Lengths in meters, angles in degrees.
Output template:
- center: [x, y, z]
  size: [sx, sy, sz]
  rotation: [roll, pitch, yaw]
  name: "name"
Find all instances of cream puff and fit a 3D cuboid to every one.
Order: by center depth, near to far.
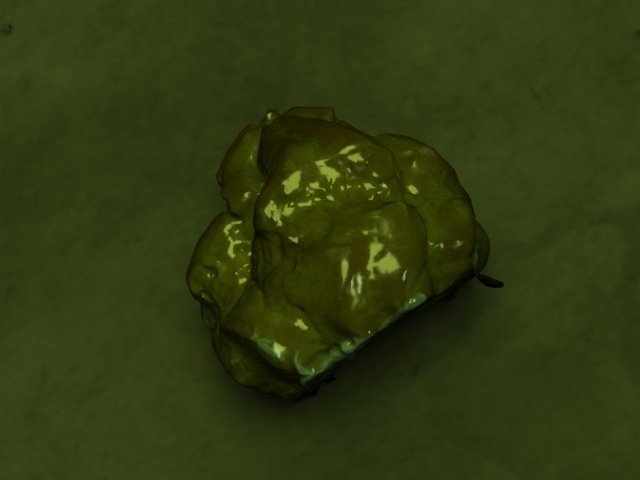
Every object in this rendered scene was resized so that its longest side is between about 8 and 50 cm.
- center: [-0.001, -0.001, 0.962]
  size: [0.156, 0.121, 0.156]
  rotation: [-4, 67, 9]
  name: "cream puff"
